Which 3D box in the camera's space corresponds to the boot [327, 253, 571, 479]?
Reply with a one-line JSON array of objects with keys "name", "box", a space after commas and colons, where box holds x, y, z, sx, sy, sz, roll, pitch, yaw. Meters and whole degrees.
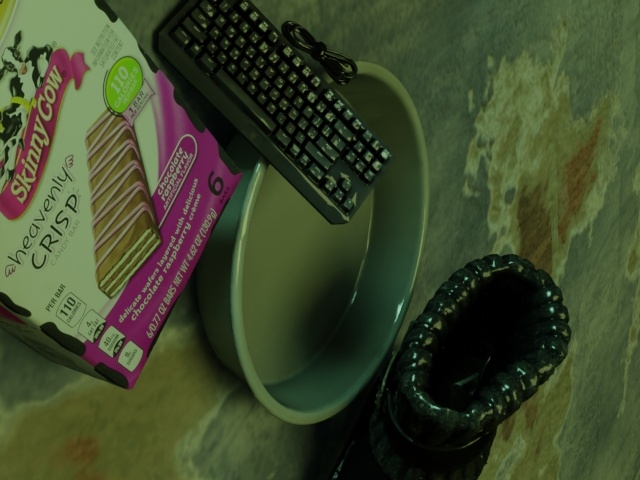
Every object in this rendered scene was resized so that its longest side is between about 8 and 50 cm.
[{"name": "boot", "box": [0.083, 0.197, 0.846, 0.260, 0.131, 0.348, 120, -10, -63]}]

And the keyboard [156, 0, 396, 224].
[{"name": "keyboard", "box": [-0.019, -0.106, 0.693, 0.180, 0.023, 0.108, 45, 58, -18]}]

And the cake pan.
[{"name": "cake pan", "box": [0.000, 0.000, 0.817, 0.293, 0.054, 0.293, -27, 122, -52]}]

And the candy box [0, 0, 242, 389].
[{"name": "candy box", "box": [-0.149, -0.039, 0.544, 0.159, 0.071, 0.233, -65, 146, -19]}]
